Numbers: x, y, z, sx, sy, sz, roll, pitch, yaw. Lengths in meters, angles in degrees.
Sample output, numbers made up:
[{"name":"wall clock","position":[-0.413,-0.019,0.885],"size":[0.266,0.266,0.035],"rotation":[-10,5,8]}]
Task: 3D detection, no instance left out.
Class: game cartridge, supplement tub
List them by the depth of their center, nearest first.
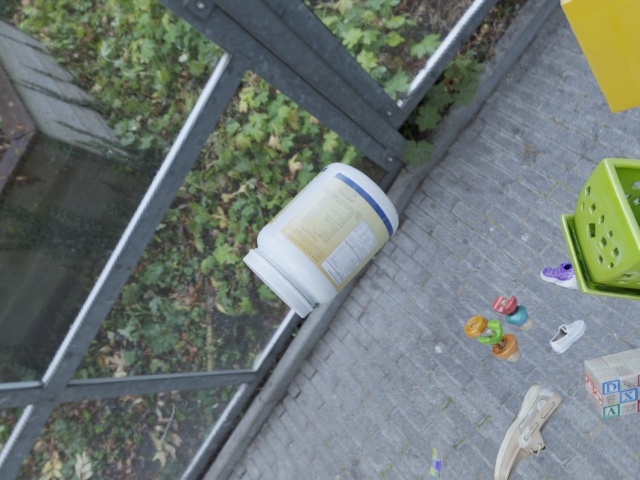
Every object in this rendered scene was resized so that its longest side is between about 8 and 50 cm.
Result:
[{"name":"game cartridge","position":[0.660,-0.403,0.839],"size":[0.286,0.324,0.052],"rotation":[-11,53,45]},{"name":"supplement tub","position":[0.000,0.000,1.036],"size":[0.316,0.228,0.228],"rotation":[-45,56,-10]}]

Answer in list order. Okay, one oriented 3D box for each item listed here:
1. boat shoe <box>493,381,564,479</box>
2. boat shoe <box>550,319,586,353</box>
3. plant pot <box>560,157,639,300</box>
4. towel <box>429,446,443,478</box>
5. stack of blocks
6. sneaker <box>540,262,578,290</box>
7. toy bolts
[{"name":"boat shoe","position":[0.661,0.624,1.422],"size":[0.110,0.121,0.341],"rotation":[23,72,36]},{"name":"boat shoe","position":[0.526,0.197,0.953],"size":[0.100,0.035,0.035],"rotation":[-36,93,-15]},{"name":"plant pot","position":[0.628,-0.003,0.880],"size":[0.228,0.207,0.228],"rotation":[6,57,-5]},{"name":"towel","position":[0.355,0.681,1.374],"size":[0.010,0.060,0.083],"rotation":[15,74,-9]},{"name":"stack of blocks","position":[0.854,0.366,1.150],"size":[0.298,0.087,0.171],"rotation":[-15,113,6]},{"name":"sneaker","position":[0.677,0.093,1.246],"size":[0.069,0.170,0.071],"rotation":[17,95,2]},{"name":"toy bolts","position":[0.697,0.338,1.706],"size":[0.158,0.218,0.228],"rotation":[42,78,-7]}]
